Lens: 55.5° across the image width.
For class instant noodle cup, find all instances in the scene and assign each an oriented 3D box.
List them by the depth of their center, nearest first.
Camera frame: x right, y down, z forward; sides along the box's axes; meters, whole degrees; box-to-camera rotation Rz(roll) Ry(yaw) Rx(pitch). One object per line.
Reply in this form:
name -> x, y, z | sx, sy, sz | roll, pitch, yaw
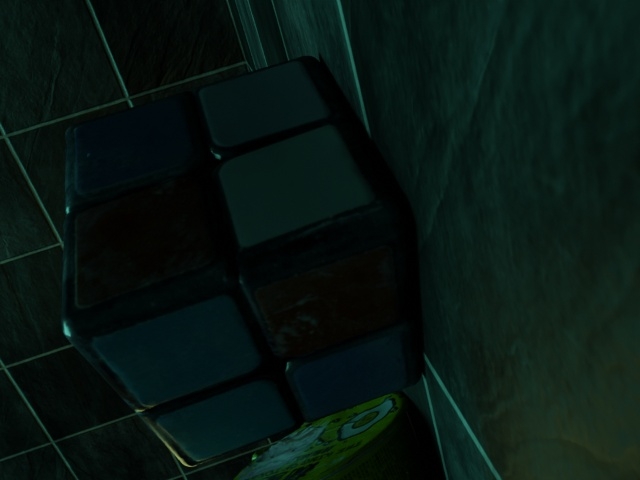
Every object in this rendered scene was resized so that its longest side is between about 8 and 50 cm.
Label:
instant noodle cup -> 0.048, 0.422, 0.934 | 0.254, 0.326, 0.325 | 62, 175, 3

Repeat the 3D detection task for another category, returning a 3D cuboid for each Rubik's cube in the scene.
Rubik's cube -> -0.086, 0.023, 0.711 | 0.318, 0.316, 0.313 | 74, 176, -47

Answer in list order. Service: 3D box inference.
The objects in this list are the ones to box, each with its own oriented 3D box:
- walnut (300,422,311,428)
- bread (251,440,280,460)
walnut -> 0.062, 0.432, 1.337 | 0.213, 0.213, 0.213 | 162, 90, -86
bread -> 0.013, 0.446, 1.204 | 0.077, 0.361, 0.138 | -6, -109, -55
